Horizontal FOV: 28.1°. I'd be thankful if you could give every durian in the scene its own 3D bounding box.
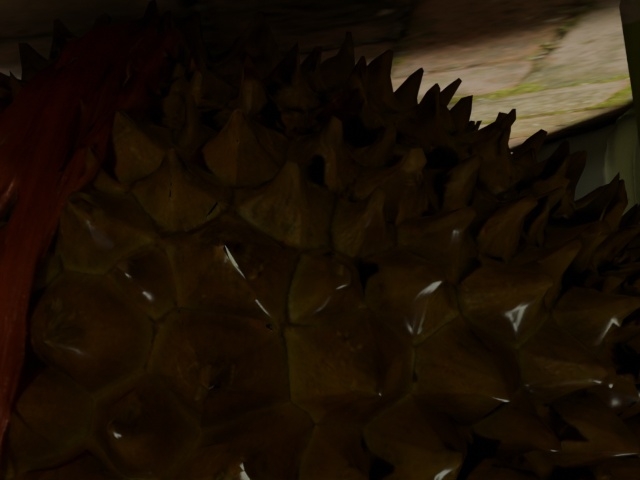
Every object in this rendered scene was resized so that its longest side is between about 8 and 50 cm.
[{"bbox_3d":[-0.026,0.073,0.502,0.385,0.347,0.347,-10,175,6],"label":"durian"}]

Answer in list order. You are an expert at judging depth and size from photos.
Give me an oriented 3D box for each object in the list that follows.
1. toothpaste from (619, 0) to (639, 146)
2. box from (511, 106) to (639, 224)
[{"bbox_3d":[0.263,-0.073,0.453,0.077,0.110,0.328,0,171,-44],"label":"toothpaste"},{"bbox_3d":[0.217,0.049,0.896,0.138,0.274,0.178,-3,180,-25],"label":"box"}]
